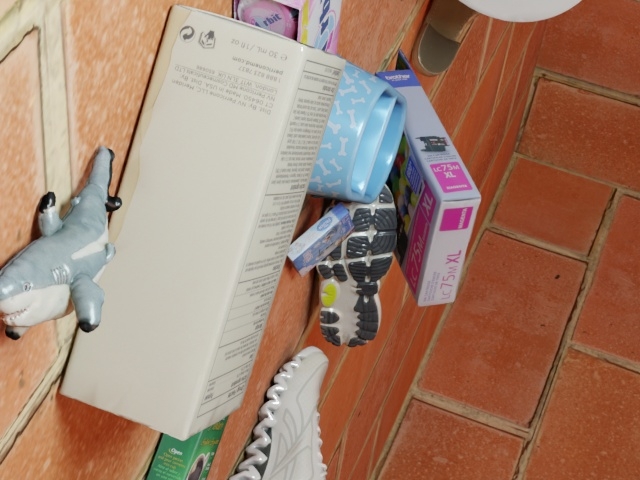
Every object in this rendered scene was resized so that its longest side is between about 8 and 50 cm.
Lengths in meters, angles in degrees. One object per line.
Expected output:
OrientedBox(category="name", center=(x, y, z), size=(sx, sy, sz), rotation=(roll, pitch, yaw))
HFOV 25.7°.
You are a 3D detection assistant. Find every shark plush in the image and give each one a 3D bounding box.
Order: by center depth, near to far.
OrientedBox(category="shark plush", center=(-0.163, -0.003, 0.923), size=(0.161, 0.073, 0.067), rotation=(-59, 134, -32))

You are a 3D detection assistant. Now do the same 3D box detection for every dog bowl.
OrientedBox(category="dog bowl", center=(0.037, -0.120, 1.640), size=(0.297, 0.074, 0.166), rotation=(5, 104, -79))

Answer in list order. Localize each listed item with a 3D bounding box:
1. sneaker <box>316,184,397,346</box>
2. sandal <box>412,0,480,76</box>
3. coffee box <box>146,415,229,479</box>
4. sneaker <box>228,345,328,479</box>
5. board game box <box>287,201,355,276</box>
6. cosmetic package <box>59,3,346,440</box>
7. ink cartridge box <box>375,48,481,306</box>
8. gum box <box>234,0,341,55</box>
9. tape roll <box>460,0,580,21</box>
OrientedBox(category="sneaker", center=(0.036, 0.017, 1.876), size=(0.110, 0.107, 0.275), rotation=(-95, -169, -49))
OrientedBox(category="sandal", center=(0.191, -0.344, 2.081), size=(0.240, 0.088, 0.079), rotation=(-61, -162, -15))
OrientedBox(category="coffee box", center=(-0.146, 0.241, 1.438), size=(0.113, 0.040, 0.184), rotation=(37, 72, -79))
OrientedBox(category="sneaker", center=(-0.038, 0.278, 1.834), size=(0.110, 0.118, 0.292), rotation=(84, 26, -61))
OrientedBox(category="board game box", center=(0.000, 0.000, 1.699), size=(0.090, 0.020, 0.090), rotation=(-40, 165, -3))
OrientedBox(category="cosmetic package", center=(-0.088, -0.016, 1.106), size=(0.160, 0.113, 0.310), rotation=(-10, 119, -77))
OrientedBox(category="ink cartridge box", center=(0.115, -0.087, 1.830), size=(0.311, 0.065, 0.186), rotation=(-109, -159, -43))
OrientedBox(category="gum box", center=(-0.029, -0.176, 1.248), size=(0.188, 0.062, 0.107), rotation=(95, 18, -51))
OrientedBox(category="tape roll", center=(0.267, -0.426, 1.805), size=(0.169, 0.246, 0.246), rotation=(-57, 162, -50))
